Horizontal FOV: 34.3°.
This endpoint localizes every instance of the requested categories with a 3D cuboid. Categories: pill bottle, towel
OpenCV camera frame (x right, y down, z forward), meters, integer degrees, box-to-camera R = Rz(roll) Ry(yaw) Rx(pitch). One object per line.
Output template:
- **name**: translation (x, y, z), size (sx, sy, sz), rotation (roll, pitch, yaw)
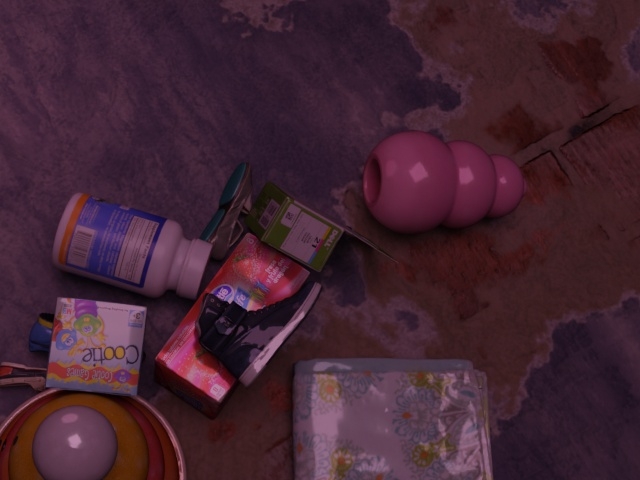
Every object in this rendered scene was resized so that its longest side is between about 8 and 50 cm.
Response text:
- **pill bottle**: translation (-0.344, 0.019, 1.923), size (0.272, 0.152, 0.152), rotation (17, 66, -4)
- **towel**: translation (0.135, 0.376, 1.897), size (0.375, 0.090, 0.320), rotation (2, 67, -10)

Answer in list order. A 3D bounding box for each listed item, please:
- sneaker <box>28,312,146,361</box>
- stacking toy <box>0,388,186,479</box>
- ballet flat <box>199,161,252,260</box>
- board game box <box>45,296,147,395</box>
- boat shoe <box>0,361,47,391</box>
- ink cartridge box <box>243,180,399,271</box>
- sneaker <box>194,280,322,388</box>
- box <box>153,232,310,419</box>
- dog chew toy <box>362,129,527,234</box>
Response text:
- **sneaker**: translation (-0.426, 0.200, 1.888), size (0.209, 0.069, 0.082), rotation (19, 96, -11)
- **stacking toy**: translation (-0.373, 0.338, 1.603), size (0.351, 0.480, 0.350), rotation (4, 66, -9)
- **ballet flat**: translation (-0.173, -0.054, 2.041), size (0.068, 0.072, 0.213), rotation (36, 64, -25)
- **board game box**: translation (-0.366, 0.171, 1.719), size (0.144, 0.275, 0.142), rotation (7, 85, -10)
- **boat shoe**: translation (-0.508, 0.249, 1.853), size (0.137, 0.049, 0.043), rotation (9, 69, -4)
- **ink cartridge box**: translation (0.000, 0.000, 1.972), size (0.255, 0.189, 0.097), rotation (30, 94, -18)
- **sneaker**: translation (-0.114, 0.119, 1.793), size (0.163, 0.086, 0.226), rotation (40, 68, 4)
- **box**: translation (-0.163, 0.158, 1.899), size (0.142, 0.154, 0.300), rotation (33, 67, 4)
- **dog chew toy**: translation (0.256, -0.112, 2.072), size (0.332, 0.206, 0.206), rotation (2, 67, -19)
